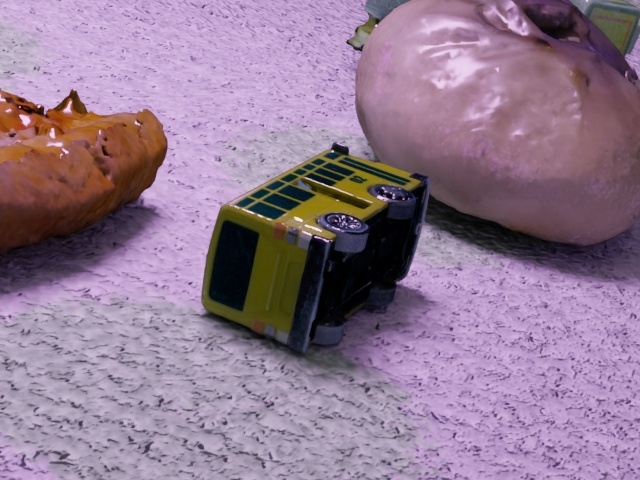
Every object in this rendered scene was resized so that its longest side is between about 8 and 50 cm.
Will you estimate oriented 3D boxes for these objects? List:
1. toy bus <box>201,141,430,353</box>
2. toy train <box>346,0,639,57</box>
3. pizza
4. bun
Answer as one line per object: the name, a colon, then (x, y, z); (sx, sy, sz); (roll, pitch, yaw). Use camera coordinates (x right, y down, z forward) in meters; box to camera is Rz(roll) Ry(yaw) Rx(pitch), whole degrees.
toy bus: (0.000, 0.000, 1.313); (0.101, 0.088, 0.175); (20, 23, 19)
toy train: (0.155, -0.203, 1.828); (0.188, 0.159, 0.272); (5, 22, -39)
pizza: (-0.287, -0.066, 1.315); (0.392, 0.080, 0.435); (7, 23, -17)
bun: (0.155, -0.108, 1.578); (0.273, 0.168, 0.273); (18, 25, -9)
